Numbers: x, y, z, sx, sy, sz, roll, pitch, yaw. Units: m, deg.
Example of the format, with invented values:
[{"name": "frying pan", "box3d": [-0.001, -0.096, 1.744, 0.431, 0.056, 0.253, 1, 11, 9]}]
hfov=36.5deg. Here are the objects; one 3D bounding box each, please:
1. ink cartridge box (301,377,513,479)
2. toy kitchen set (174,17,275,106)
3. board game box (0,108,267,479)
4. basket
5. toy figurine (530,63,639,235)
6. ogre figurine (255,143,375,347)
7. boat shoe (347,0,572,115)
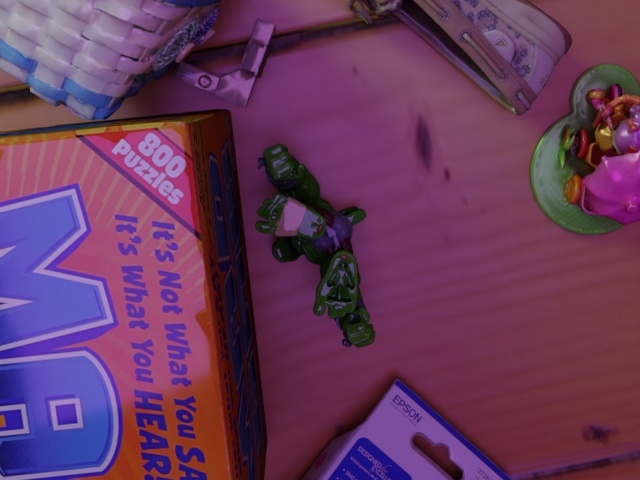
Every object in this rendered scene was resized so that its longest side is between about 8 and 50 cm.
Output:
[{"name": "ink cartridge box", "box3d": [0.022, 0.336, 0.972, 0.176, 0.069, 0.371, 42, 76, -9]}, {"name": "toy kitchen set", "box3d": [-0.090, -0.179, 0.924, 0.075, 0.068, 0.083, 21, 97, -4]}, {"name": "board game box", "box3d": [-0.244, 0.087, 0.815, 0.356, 0.356, 0.356, -6, 99, 0]}, {"name": "basket", "box3d": [-0.163, -0.267, 0.824, 0.201, 0.255, 0.289, 23, 115, -1]}, {"name": "toy figurine", "box3d": [0.282, -0.080, 0.903, 0.130, 0.159, 0.173, 8, 98, -3]}, {"name": "ogre figurine", "box3d": [0.000, 0.000, 0.929, 0.197, 0.118, 0.097, 45, 99, -6]}, {"name": "boat shoe", "box3d": [0.097, -0.221, 0.904, 0.285, 0.104, 0.089, 28, 94, -6]}]
